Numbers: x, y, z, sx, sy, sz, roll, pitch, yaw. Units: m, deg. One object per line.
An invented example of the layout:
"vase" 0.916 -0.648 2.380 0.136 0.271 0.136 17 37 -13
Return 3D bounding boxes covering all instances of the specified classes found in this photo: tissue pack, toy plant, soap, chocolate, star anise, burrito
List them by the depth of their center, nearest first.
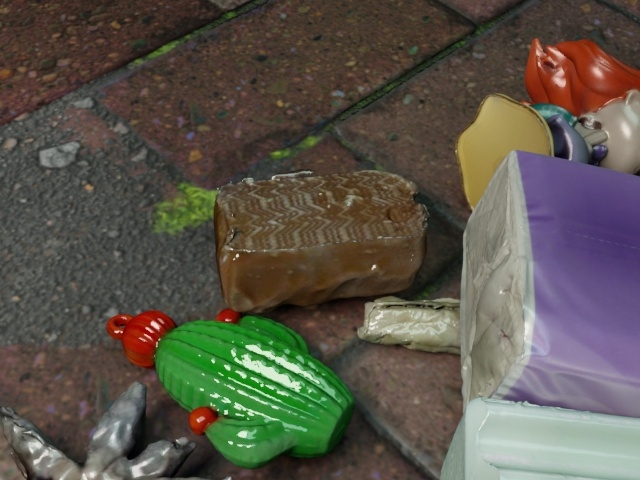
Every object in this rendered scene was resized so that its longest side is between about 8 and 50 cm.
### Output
"soap" 0.233 0.206 0.677 0.261 0.150 0.094 6 54 0
"star anise" -0.184 0.214 0.680 0.236 0.093 0.229 6 51 4
"tissue pack" 0.301 0.069 0.758 0.338 0.160 0.242 12 50 -7
"toy plant" -0.077 0.118 0.774 0.154 0.088 0.240 -16 38 -36
"burrito" 0.131 0.085 0.838 0.188 0.045 0.058 5 76 -2
"chocolate" 0.000 0.000 0.856 0.214 0.093 0.148 -4 35 -8

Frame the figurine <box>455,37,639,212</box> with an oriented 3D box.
"figurine" 0.293 -0.127 0.943 0.257 0.181 0.208 -20 26 -27
